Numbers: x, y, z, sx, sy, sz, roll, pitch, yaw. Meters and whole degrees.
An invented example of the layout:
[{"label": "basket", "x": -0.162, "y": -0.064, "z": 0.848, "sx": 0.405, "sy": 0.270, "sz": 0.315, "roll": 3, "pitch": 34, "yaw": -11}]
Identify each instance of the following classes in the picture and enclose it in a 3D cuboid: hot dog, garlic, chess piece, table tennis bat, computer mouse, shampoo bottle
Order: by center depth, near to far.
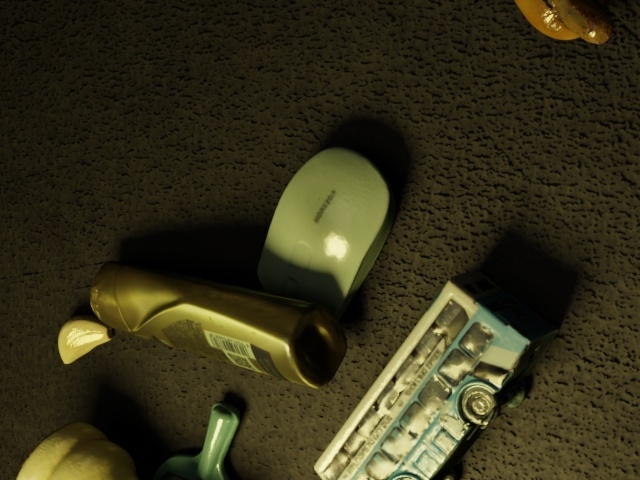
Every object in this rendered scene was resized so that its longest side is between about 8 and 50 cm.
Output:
[{"label": "hot dog", "x": 0.236, "y": -0.248, "z": 1.185, "sx": 0.090, "sy": 0.060, "sz": 0.140, "roll": -35, "pitch": 84, "yaw": 33}, {"label": "computer mouse", "x": 0.000, "y": 0.000, "z": 1.348, "sx": 0.128, "sy": 0.079, "sz": 0.231, "roll": 37, "pitch": 117, "yaw": 23}, {"label": "shampoo bottle", "x": -0.136, "y": 0.092, "z": 1.410, "sx": 0.350, "sy": 0.125, "sz": 0.084, "roll": 10, "pitch": 60, "yaw": 38}, {"label": "chess piece", "x": -0.222, "y": 0.362, "z": 1.454, "sx": 0.300, "sy": 0.167, "sz": 0.167, "roll": 27, "pitch": 110, "yaw": 27}, {"label": "table tennis bat", "x": -0.146, "y": 0.309, "z": 1.497, "sx": 0.149, "sy": 0.038, "sz": 0.237, "roll": 30, "pitch": 113, "yaw": 26}, {"label": "garlic", "x": -0.311, "y": 0.124, "z": 1.558, "sx": 0.083, "sy": 0.041, "sz": 0.053, "roll": -25, "pitch": 90, "yaw": 22}]

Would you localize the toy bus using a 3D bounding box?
[{"label": "toy bus", "x": 0.122, "y": 0.182, "z": 1.290, "sx": 0.131, "sy": 0.106, "sz": 0.297, "roll": 43, "pitch": 113, "yaw": 19}]
